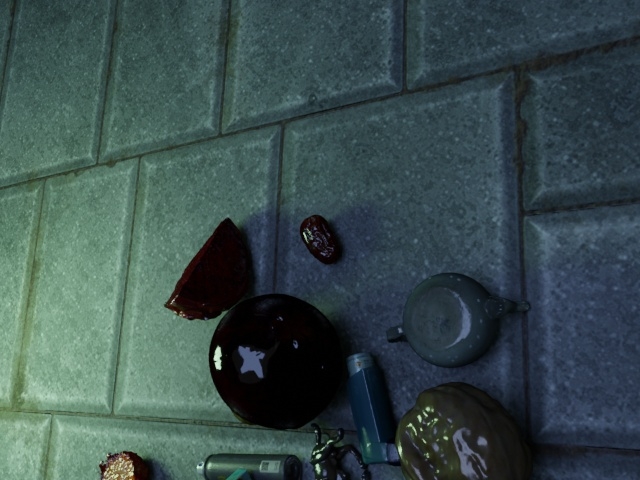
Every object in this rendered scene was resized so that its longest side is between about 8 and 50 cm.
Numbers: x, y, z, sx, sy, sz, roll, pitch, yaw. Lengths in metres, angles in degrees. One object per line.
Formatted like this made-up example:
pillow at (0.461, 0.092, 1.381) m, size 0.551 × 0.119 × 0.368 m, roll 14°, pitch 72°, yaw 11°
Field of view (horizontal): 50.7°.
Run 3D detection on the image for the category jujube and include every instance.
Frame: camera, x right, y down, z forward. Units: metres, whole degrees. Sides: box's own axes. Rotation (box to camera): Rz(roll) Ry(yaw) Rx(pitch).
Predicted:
jujube at (0.000, 0.000, 1.640) m, size 0.077 × 0.077 × 0.129 m, roll -38°, pitch 71°, yaw 20°

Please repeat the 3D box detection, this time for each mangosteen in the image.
mangosteen at (-0.109, 0.288, 1.521) m, size 0.307 × 0.306 × 0.347 m, roll 58°, pitch 141°, yaw 30°

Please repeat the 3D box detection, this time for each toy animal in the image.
toy animal at (0.025, 0.510, 1.480) m, size 0.148 × 0.084 × 0.233 m, roll -24°, pitch 68°, yaw 28°

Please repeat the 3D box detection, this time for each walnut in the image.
walnut at (0.262, 0.402, 1.258) m, size 0.273 × 0.227 × 0.273 m, roll -12°, pitch 69°, yaw 35°

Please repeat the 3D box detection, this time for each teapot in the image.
teapot at (0.267, 0.164, 1.383) m, size 0.294 × 0.129 × 0.193 m, roll -22°, pitch 66°, yaw 30°

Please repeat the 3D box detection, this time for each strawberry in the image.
strawberry at (-0.524, 0.637, 1.816) m, size 0.145 × 0.086 × 0.145 m, roll -8°, pitch 75°, yaw 31°

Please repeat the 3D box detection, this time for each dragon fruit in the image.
dragon fruit at (-0.287, 0.120, 1.765) m, size 0.205 × 0.152 × 0.317 m, roll -40°, pitch 18°, yaw 42°

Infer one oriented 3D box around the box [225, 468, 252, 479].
box at (-0.215, 0.641, 1.489) m, size 0.041 × 0.229 × 0.162 m, roll -15°, pitch 104°, yaw 45°

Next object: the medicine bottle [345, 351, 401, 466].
medicine bottle at (0.125, 0.366, 1.451) m, size 0.124 × 0.079 × 0.258 m, roll -30°, pitch 62°, yaw 29°

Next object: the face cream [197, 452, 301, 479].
face cream at (-0.178, 0.546, 1.613) m, size 0.283 × 0.073 × 0.073 m, roll -10°, pitch 72°, yaw 32°
